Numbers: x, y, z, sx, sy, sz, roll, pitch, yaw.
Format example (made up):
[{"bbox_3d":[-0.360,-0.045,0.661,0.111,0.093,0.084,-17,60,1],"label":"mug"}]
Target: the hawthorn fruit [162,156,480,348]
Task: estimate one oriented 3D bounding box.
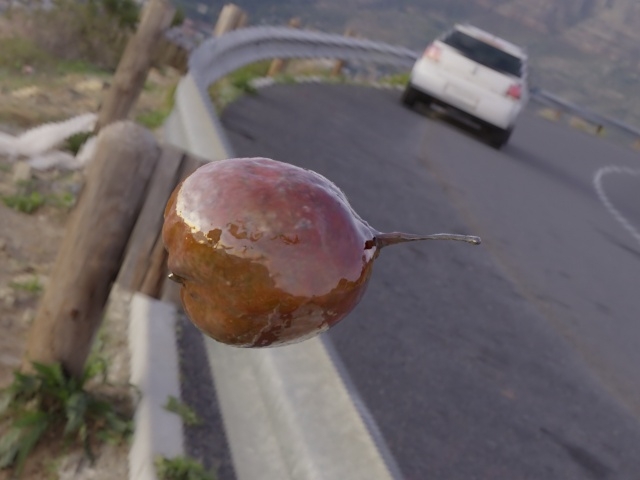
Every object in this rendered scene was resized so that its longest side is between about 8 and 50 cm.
[{"bbox_3d":[0.000,0.000,0.414,0.103,0.066,0.067,-13,16,-4],"label":"hawthorn fruit"}]
